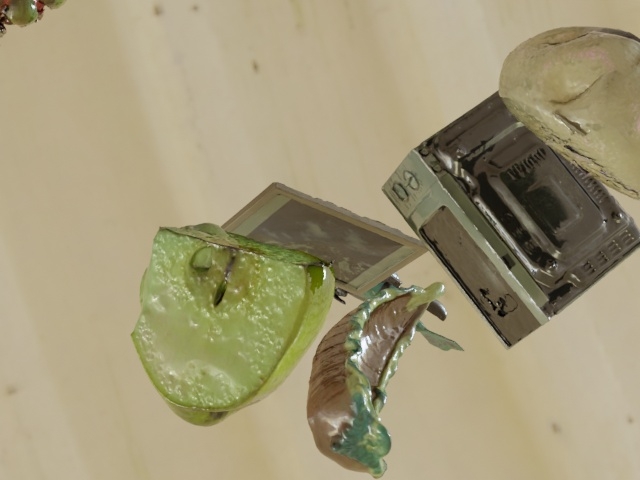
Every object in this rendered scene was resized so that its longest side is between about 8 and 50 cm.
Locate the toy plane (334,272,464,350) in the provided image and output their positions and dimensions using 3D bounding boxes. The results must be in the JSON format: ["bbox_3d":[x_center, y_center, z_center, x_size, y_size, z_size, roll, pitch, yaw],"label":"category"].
[{"bbox_3d":[0.092,0.074,2.622,0.106,0.381,0.155,-53,-153,-17],"label":"toy plane"}]

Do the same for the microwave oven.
[{"bbox_3d":[0.269,-0.040,2.131,0.237,0.295,0.181,-35,172,-22],"label":"microwave oven"}]

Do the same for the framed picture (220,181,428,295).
[{"bbox_3d":[0.000,0.000,2.369,0.281,0.019,0.209,20,148,-23],"label":"framed picture"}]

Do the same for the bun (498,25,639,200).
[{"bbox_3d":[0.348,-0.157,1.855,0.168,0.273,0.273,-53,-161,1],"label":"bun"}]

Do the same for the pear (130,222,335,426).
[{"bbox_3d":[-0.121,0.130,2.181,0.286,0.282,0.176,14,-177,26],"label":"pear"}]

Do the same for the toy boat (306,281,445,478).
[{"bbox_3d":[0.046,0.114,1.411,0.099,0.108,0.293,-8,-157,17],"label":"toy boat"}]

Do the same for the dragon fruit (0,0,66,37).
[{"bbox_3d":[-0.401,-0.368,1.861,0.231,0.237,0.303,-61,-172,-19],"label":"dragon fruit"}]
